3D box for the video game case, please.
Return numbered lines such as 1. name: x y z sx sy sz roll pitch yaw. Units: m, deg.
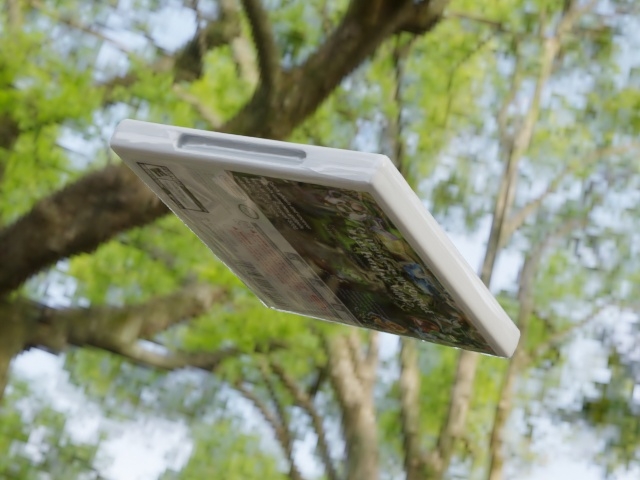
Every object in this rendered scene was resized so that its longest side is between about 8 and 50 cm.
1. video game case: 0.000 0.000 0.937 0.173 0.022 0.190 11 -24 34
